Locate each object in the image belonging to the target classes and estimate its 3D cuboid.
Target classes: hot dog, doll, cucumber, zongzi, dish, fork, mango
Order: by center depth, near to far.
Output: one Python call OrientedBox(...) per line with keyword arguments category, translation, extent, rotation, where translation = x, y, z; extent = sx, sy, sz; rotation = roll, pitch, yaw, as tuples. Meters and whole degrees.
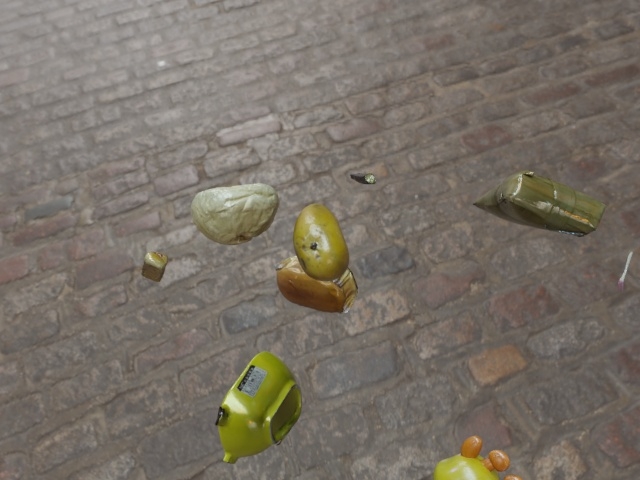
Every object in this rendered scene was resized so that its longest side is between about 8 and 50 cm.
OrientedBox(category="hot dog", translation=(-0.230, 0.032, 0.778), extent=(0.030, 0.090, 0.034), rotation=(25, 65, -11))
OrientedBox(category="doll", translation=(0.221, 0.416, 0.911), extent=(0.221, 0.135, 0.143), rotation=(-32, 78, 20))
OrientedBox(category="mango", translation=(0.000, 0.000, 1.107), extent=(0.098, 0.137, 0.195), rotation=(-23, 26, 10))
OrientedBox(category="zongzi", translation=(0.502, -0.069, 1.310), extent=(0.228, 0.256, 0.115), rotation=(21, 78, -4))
OrientedBox(category="dish", translation=(-0.124, 0.400, 1.310), extent=(0.108, 0.221, 0.262), rotation=(8, 29, 27))
OrientedBox(category="fork", translation=(0.809, 0.080, 1.472), extent=(0.012, 0.016, 0.115), rotation=(27, 78, -23))
OrientedBox(category="cucumber", translation=(0.126, -0.182, 1.638), extent=(0.033, 0.034, 0.135), rotation=(-15, 12, -15))

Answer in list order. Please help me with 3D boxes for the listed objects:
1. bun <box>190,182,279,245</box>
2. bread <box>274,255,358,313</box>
OrientedBox(category="bun", translation=(-0.197, -0.060, 1.328), extent=(0.220, 0.220, 0.134), rotation=(-10, 86, -2))
OrientedBox(category="bread", translation=(-0.017, 0.129, 1.615), extent=(0.241, 0.136, 0.107), rotation=(9, 40, 36))
